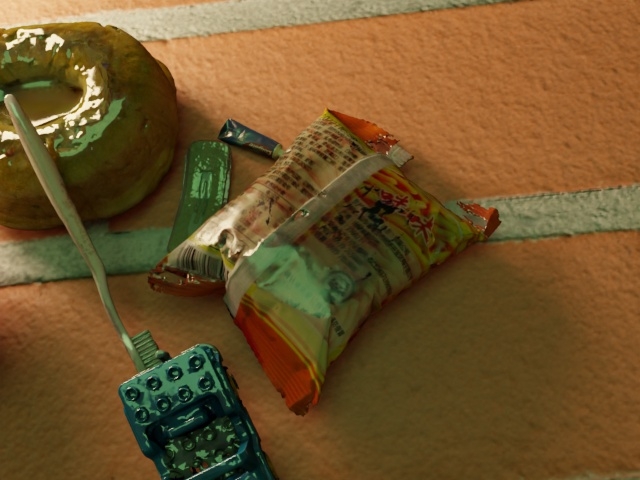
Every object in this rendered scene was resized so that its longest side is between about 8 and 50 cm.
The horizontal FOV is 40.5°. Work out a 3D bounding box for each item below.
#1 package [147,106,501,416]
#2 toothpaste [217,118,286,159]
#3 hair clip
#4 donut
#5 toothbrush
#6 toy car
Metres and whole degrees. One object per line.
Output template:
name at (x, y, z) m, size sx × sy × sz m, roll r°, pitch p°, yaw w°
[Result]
package at (0.006, 0.004, 0.834) m, size 0.223 × 0.108 × 0.288 m, roll 40°, pitch 75°, yaw 17°
toothpaste at (-0.071, -0.106, 0.933) m, size 0.083 × 0.019 × 0.027 m, roll 25°, pitch 97°, yaw 16°
hair clip at (-0.125, -0.041, 0.911) m, size 0.054 × 0.022 × 0.137 m, roll 4°, pitch 69°, yaw 9°
donut at (-0.279, -0.121, 0.904) m, size 0.261 × 0.128 × 0.209 m, roll -10°, pitch 69°, yaw 3°
toothbrush at (-0.221, 0.002, 0.824) m, size 0.029 × 0.025 × 0.307 m, roll -27°, pitch 100°, yaw -14°
toy car at (-0.106, 0.184, 0.764) m, size 0.097 × 0.100 × 0.191 m, roll -26°, pitch 84°, yaw -2°
